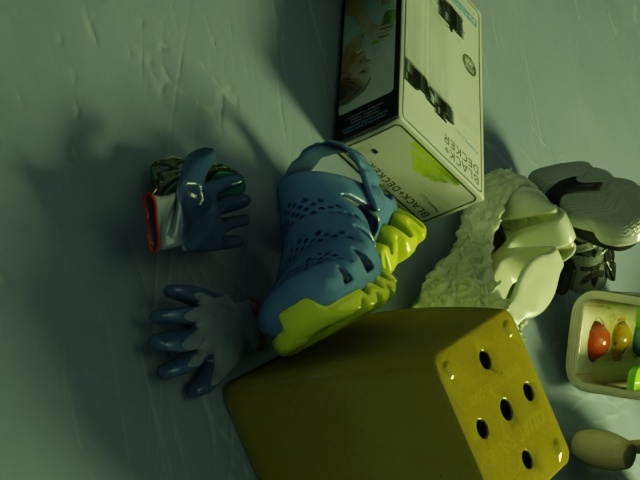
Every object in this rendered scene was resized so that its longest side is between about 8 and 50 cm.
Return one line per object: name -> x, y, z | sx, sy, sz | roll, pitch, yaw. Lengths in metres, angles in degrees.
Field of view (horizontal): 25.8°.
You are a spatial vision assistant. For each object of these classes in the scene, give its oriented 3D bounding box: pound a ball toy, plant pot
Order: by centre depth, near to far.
plant pot -> 0.082, 0.165, 1.190 | 0.212, 0.187, 0.212 | -24, 91, -54
pound a ball toy -> 0.395, 0.169, 1.781 | 0.319, 0.136, 0.208 | 4, 93, -57

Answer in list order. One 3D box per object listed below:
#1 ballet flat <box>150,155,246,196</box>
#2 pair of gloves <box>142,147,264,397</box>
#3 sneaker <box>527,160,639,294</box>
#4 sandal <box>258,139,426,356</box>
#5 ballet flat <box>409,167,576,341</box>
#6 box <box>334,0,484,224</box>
ballet flat -> -0.106, -0.057, 1.200 | 0.114, 0.041, 0.041 | 0, 71, -59
pair of gloves -> -0.097, 0.024, 1.143 | 0.159, 0.023, 0.198 | -13, 97, -63
sneaker -> 0.335, 0.000, 1.705 | 0.268, 0.101, 0.153 | -125, -158, -71
sandal -> 0.000, 0.000, 1.242 | 0.138, 0.126, 0.317 | 59, 16, -9
ballet flat -> 0.217, 0.028, 1.559 | 0.147, 0.147, 0.409 | 59, 31, -16
box -> 0.103, -0.181, 1.553 | 0.169, 0.087, 0.290 | 41, 40, -37
